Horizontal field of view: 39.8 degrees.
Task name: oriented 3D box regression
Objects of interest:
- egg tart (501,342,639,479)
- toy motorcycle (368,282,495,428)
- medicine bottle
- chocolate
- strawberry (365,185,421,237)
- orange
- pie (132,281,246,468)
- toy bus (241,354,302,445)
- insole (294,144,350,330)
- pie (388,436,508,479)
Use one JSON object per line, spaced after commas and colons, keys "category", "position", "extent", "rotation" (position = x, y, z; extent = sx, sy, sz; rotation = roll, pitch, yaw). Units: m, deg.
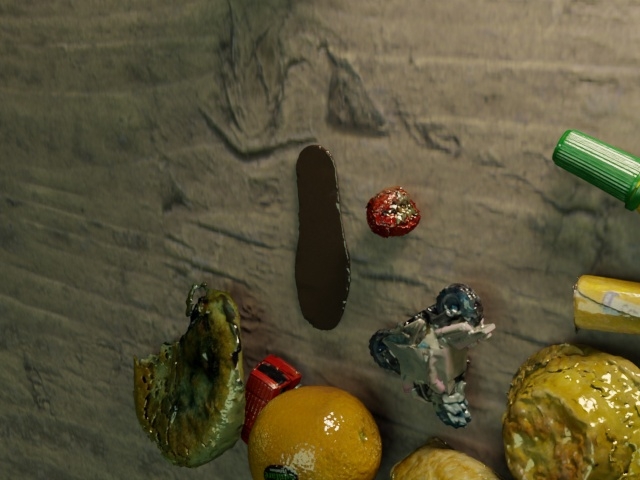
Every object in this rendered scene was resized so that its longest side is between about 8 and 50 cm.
{"category": "egg tart", "position": [0.352, 0.284, 1.239], "extent": [0.294, 0.123, 0.293], "rotation": [1, 91, 53]}
{"category": "toy motorcycle", "position": [0.194, 0.193, 1.377], "extent": [0.204, 0.108, 0.239], "rotation": [60, 150, 10]}
{"category": "medicine bottle", "position": [0.449, -0.057, 1.155], "extent": [0.309, 0.076, 0.111], "rotation": [32, 111, 23]}
{"category": "chocolate", "position": [0.457, 0.094, 1.197], "extent": [0.219, 0.086, 0.085], "rotation": [5, 106, 27]}
{"category": "strawberry", "position": [0.108, -0.042, 1.379], "extent": [0.096, 0.083, 0.083], "rotation": [-11, 99, 69]}
{"category": "orange", "position": [-0.011, 0.352, 1.485], "extent": [0.236, 0.236, 0.236], "rotation": [10, 109, 30]}
{"category": "pie", "position": [-0.237, 0.266, 1.632], "extent": [0.371, 0.078, 0.296], "rotation": [-49, 53, 35]}
{"category": "toy bus", "position": [-0.105, 0.309, 1.607], "extent": [0.081, 0.089, 0.195], "rotation": [32, 119, 22]}
{"category": "insole", "position": [0.000, 0.000, 1.502], "extent": [0.111, 0.007, 0.327], "rotation": [6, 107, 30]}
{"category": "pie", "position": [0.204, 0.376, 1.345], "extent": [0.068, 0.129, 0.282], "rotation": [61, 162, -19]}
